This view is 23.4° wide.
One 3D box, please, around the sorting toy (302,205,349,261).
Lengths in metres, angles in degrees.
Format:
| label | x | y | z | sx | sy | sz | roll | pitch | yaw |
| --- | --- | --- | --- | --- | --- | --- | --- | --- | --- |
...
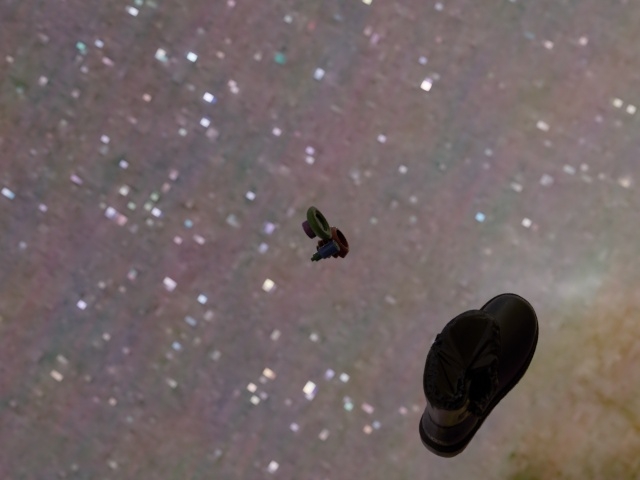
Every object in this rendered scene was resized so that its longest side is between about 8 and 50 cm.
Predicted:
| label | x | y | z | sx | sy | sz | roll | pitch | yaw |
| --- | --- | --- | --- | --- | --- | --- | --- | --- | --- |
| sorting toy | 0.000 | 0.000 | 2.115 | 0.042 | 0.061 | 0.102 | -31 | -42 | 17 |

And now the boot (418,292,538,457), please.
| label | x | y | z | sx | sy | sz | roll | pitch | yaw |
| --- | --- | --- | --- | --- | --- | --- | --- | --- | --- |
| boot | 0.200 | 0.134 | 1.883 | 0.246 | 0.094 | 0.207 | -55 | -15 | -22 |
